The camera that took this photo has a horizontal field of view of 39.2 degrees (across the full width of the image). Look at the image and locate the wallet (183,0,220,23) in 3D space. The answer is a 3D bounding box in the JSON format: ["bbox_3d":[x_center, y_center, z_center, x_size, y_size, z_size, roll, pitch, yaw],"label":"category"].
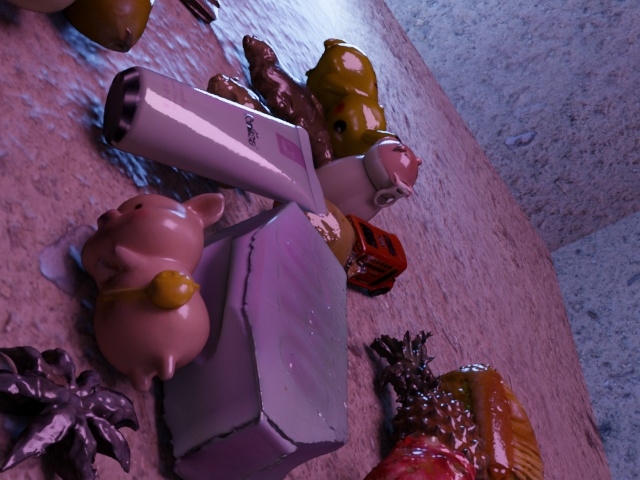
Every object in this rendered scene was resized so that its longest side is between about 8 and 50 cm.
[{"bbox_3d":[-0.245,-0.505,1.781,0.118,0.039,0.152,41,28,-39],"label":"wallet"}]

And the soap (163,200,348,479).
[{"bbox_3d":[-0.079,0.138,1.208,0.261,0.156,0.446,54,23,-32],"label":"soap"}]

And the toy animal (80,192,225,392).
[{"bbox_3d":[-0.198,0.055,1.053,0.149,0.165,0.248,46,33,-47],"label":"toy animal"}]

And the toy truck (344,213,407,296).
[{"bbox_3d":[0.091,0.031,1.794,0.253,0.114,0.107,22,43,-57],"label":"toy truck"}]

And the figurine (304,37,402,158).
[{"bbox_3d":[0.068,-0.296,2.083,0.169,0.218,0.326,-1,65,-21],"label":"figurine"}]

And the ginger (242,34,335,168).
[{"bbox_3d":[-0.057,-0.296,1.900,0.333,0.080,0.166,46,38,-29],"label":"ginger"}]

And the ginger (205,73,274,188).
[{"bbox_3d":[-0.128,-0.180,1.549,0.270,0.123,0.218,-15,85,-78],"label":"ginger"}]

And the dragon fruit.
[{"bbox_3d":[0.134,0.414,1.324,0.210,0.205,0.268,34,36,25],"label":"dragon fruit"}]

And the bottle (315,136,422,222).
[{"bbox_3d":[0.091,-0.116,1.802,0.147,0.236,0.147,48,25,-31],"label":"bottle"}]

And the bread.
[{"bbox_3d":[0.300,0.381,1.730,0.156,0.204,0.288,49,29,-42],"label":"bread"}]

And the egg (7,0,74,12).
[{"bbox_3d":[-0.383,-0.416,1.152,0.188,0.189,0.253,-21,95,-69],"label":"egg"}]

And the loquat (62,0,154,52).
[{"bbox_3d":[-0.312,-0.367,1.303,0.152,0.152,0.195,3,75,-66],"label":"loquat"}]

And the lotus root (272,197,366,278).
[{"bbox_3d":[0.000,0.000,1.611,0.221,0.125,0.118,47,12,-16],"label":"lotus root"}]

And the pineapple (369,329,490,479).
[{"bbox_3d":[0.195,0.310,1.642,0.175,0.175,0.361,46,21,-36],"label":"pineapple"}]

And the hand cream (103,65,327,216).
[{"bbox_3d":[-0.143,-0.148,1.327,0.359,0.118,0.185,15,45,-36],"label":"hand cream"}]

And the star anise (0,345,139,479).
[{"bbox_3d":[-0.254,0.175,0.892,0.204,0.061,0.180,42,26,-30],"label":"star anise"}]
